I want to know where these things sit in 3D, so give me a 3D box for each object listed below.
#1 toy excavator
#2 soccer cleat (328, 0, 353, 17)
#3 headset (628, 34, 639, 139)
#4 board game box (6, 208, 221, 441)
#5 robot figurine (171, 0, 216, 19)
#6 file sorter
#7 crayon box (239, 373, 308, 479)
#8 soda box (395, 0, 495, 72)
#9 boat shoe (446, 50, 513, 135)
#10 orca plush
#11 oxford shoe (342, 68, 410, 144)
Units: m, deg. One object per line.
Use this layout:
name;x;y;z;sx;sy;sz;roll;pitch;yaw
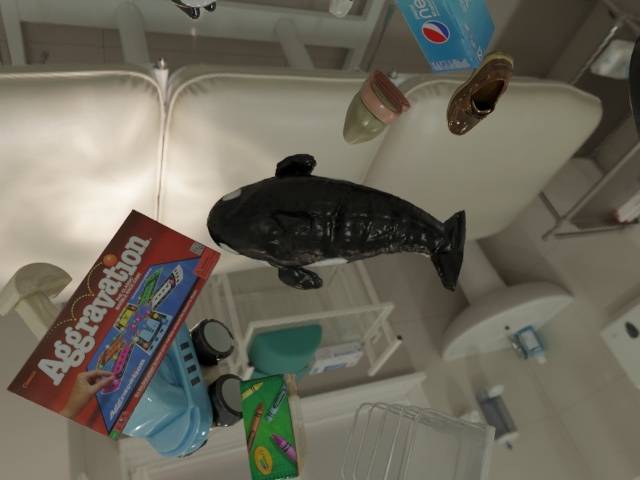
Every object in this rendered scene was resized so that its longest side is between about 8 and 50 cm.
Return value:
toy excavator;-0.414;0.256;1.117;0.222;0.433;0.445;-38;152;24
soccer cleat;0.057;-0.631;1.252;0.068;0.196;0.076;7;166;-32
headset;0.346;-0.139;0.351;0.185;0.394;0.243;12;143;-30
board game box;-0.263;0.102;0.703;0.145;0.281;0.027;27;152;-5
robot figurine;-0.349;-0.742;1.387;0.173;0.209;0.278;8;148;-1
file sorter;0.183;0.441;1.066;0.173;0.193;0.277;24;159;-15
crayon box;-0.081;0.340;0.981;0.081;0.165;0.278;-10;166;-1
soda box;0.134;-0.300;0.617;0.067;0.071;0.210;10;156;42
boat shoe;0.264;-0.236;0.887;0.064;0.060;0.178;15;150;-8
orca plush;0.000;0.000;0.540;0.102;0.287;0.151;-33;141;-70
oxford shoe;0.134;-0.346;1.364;0.146;0.140;0.397;-43;-177;25
